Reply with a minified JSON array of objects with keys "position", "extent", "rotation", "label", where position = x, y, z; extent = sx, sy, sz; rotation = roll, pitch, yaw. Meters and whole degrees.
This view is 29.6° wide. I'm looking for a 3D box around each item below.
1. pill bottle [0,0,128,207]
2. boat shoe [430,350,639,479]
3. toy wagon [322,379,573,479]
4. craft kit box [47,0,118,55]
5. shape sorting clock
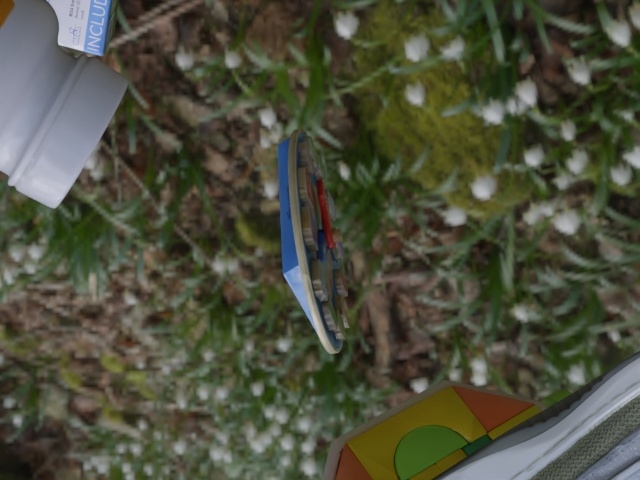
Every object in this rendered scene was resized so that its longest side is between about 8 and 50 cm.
[{"position":[-0.254,-0.122,0.772],"extent":[0.246,0.136,0.136],"rotation":[30,135,-14],"label":"pill bottle"},{"position":[0.190,0.131,0.727],"extent":[0.320,0.103,0.118],"rotation":[-33,164,14],"label":"boat shoe"},{"position":[0.147,0.259,0.866],"extent":[0.267,0.344,0.068],"rotation":[-25,149,-22],"label":"toy wagon"},{"position":[-0.279,-0.301,1.011],"extent":[0.247,0.061,0.249],"rotation":[13,125,-6],"label":"craft kit box"},{"position":[0.000,0.000,1.098],"extent":[0.040,0.206,0.206],"rotation":[-12,146,12],"label":"shape sorting clock"}]
